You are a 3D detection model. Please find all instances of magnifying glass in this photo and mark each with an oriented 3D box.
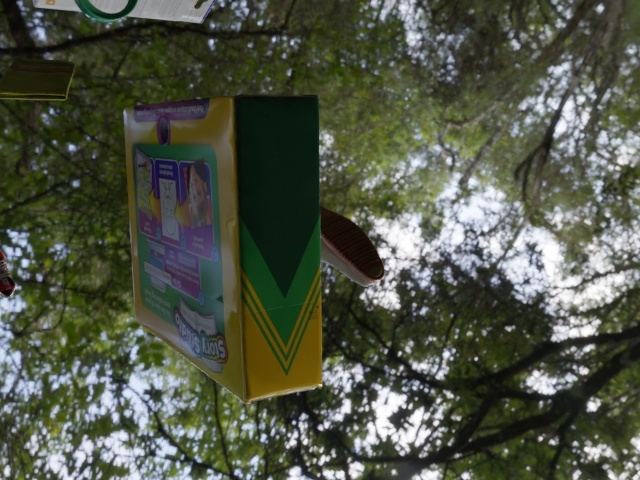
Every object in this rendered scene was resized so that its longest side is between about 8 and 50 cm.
[{"bbox_3d":[-0.280,-0.420,0.992,0.092,0.026,0.231,46,-115,-29],"label":"magnifying glass"}]

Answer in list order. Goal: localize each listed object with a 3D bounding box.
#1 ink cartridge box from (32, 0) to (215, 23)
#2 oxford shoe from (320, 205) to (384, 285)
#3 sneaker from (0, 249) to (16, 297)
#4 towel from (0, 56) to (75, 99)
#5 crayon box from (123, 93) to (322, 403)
[{"bbox_3d":[-0.391,-0.539,1.370,0.371,0.176,0.069,-4,-107,-33],"label":"ink cartridge box"},{"bbox_3d":[0.000,0.000,1.728,0.397,0.146,0.140,43,-146,23],"label":"oxford shoe"},{"bbox_3d":[-0.697,0.069,1.439,0.042,0.118,0.067,-21,-156,-31],"label":"sneaker"},{"bbox_3d":[-0.448,-0.259,1.045,0.102,0.021,0.237,-3,-154,-16],"label":"towel"},{"bbox_3d":[-0.134,-0.012,0.815,0.106,0.313,0.363,-8,-168,-32],"label":"crayon box"}]
